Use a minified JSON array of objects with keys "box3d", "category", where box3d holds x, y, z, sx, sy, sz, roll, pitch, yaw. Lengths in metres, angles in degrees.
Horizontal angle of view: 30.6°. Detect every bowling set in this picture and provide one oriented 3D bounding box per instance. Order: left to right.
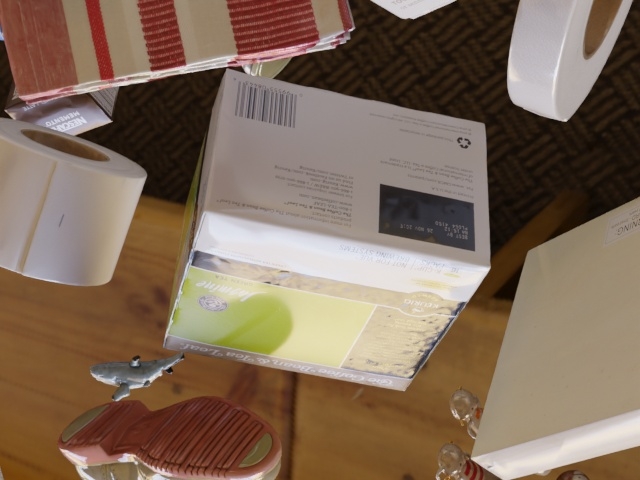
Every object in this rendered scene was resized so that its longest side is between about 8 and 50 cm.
[{"box3d":[0.273,0.329,1.682,0.200,0.287,0.154,-20,136,31],"category":"bowling set"}]

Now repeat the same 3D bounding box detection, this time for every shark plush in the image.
[{"box3d":[-0.318,0.229,2.052,0.161,0.073,0.067,-7,132,15],"category":"shark plush"}]

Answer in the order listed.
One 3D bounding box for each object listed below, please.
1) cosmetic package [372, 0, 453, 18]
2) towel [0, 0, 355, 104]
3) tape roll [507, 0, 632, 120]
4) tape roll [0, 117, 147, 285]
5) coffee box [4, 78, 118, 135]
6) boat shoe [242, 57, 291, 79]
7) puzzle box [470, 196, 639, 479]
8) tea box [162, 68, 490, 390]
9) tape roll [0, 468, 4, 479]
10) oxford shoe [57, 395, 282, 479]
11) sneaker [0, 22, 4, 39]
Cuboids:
[{"box3d":[0.111,-0.565,1.601,0.327,0.394,0.329,-13,62,48],"category":"cosmetic package"},{"box3d":[-0.150,-0.272,1.132,0.329,0.037,0.237,-12,81,-8],"category":"towel"},{"box3d":[0.358,-0.349,1.555,0.072,0.392,0.392,22,115,19],"category":"tape roll"},{"box3d":[-0.390,-0.058,1.676,0.246,0.246,0.169,24,100,23],"category":"tape roll"},{"box3d":[-0.400,-0.285,1.875,0.141,0.246,0.098,-17,137,23],"category":"coffee box"},{"box3d":[-0.069,-0.411,1.910,0.103,0.113,0.302,29,105,22],"category":"boat shoe"},{"box3d":[0.317,0.062,1.090,0.052,0.272,0.409,35,145,-18],"category":"puzzle box"},{"box3d":[0.000,0.000,1.439,0.329,0.220,0.323,12,144,-11],"category":"tea box"},{"box3d":[-0.376,0.218,0.887,0.100,0.286,0.286,-30,88,27],"category":"tape roll"},{"box3d":[-0.188,0.307,1.600,0.397,0.140,0.146,-2,121,44],"category":"oxford shoe"},{"box3d":[-0.317,-0.280,1.199,0.085,0.058,0.152,13,106,30],"category":"sneaker"}]
